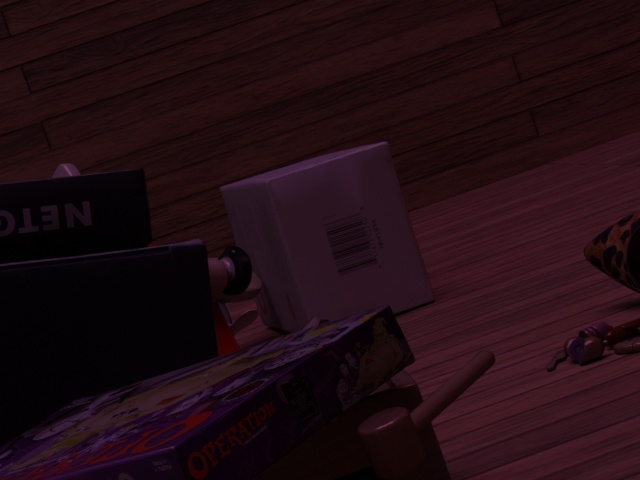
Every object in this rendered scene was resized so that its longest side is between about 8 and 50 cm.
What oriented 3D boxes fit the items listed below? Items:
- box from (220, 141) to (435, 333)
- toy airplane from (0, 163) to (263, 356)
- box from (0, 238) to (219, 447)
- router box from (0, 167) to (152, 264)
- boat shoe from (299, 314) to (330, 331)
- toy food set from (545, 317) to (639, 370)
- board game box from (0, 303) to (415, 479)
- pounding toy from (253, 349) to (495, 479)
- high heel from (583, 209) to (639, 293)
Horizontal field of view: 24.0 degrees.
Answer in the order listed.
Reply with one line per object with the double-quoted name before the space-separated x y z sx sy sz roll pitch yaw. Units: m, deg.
"box" 0.000 0.000 2.024 0.168 0.215 0.345 -19 5 -13
"toy airplane" -0.271 0.077 1.886 0.386 0.272 0.384 13 19 -2
"box" -0.306 0.130 1.446 0.293 0.212 0.395 -6 -2 -29
"router box" -0.336 -0.011 1.561 0.309 0.081 0.243 -7 -1 -11
"boat shoe" -0.001 0.140 1.331 0.112 0.095 0.335 -55 0 2
"toy food set" 0.254 0.082 1.291 0.122 0.019 0.078 -17 5 23
"board game box" -0.126 0.135 0.984 0.347 0.056 0.208 -20 11 43
"pounding toy" 0.041 0.143 0.977 0.181 0.094 0.206 -20 5 -3
"high heel" 0.291 0.023 1.333 0.186 0.093 0.261 -15 10 -37
